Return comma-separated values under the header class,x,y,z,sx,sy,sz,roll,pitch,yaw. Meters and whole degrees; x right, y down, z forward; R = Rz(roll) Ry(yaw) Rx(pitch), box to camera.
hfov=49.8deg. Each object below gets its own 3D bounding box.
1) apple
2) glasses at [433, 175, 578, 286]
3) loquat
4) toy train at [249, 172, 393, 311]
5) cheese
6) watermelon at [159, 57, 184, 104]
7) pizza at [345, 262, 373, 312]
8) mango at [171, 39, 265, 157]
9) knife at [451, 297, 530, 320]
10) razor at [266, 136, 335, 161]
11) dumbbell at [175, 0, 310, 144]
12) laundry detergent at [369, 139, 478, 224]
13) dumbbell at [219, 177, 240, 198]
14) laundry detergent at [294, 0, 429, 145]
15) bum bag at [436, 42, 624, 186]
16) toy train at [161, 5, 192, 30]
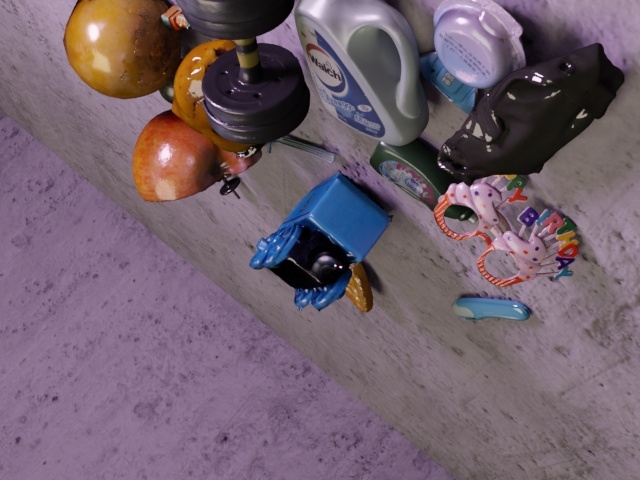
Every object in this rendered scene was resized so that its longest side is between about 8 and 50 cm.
class,x,y,z,sx,sy,sz,roll,pitch,yaw
apple,-0.296,-0.219,1.558,0.251,0.293,0.163,14,131,49
glasses,0.301,-0.032,1.097,0.255,0.095,0.162,44,131,-9
loquat,-0.395,-0.400,1.392,0.235,0.235,0.235,36,161,15
toy train,0.000,0.000,1.448,0.188,0.265,0.300,40,166,-10
cheese,0.189,-0.236,0.880,0.135,0.052,0.245,44,169,1
watermelon,-0.300,-0.342,1.522,0.133,0.105,0.105,43,164,27
pizza,0.071,0.089,1.836,0.199,0.062,0.188,34,148,40
mango,-0.194,-0.278,1.357,0.287,0.201,0.152,108,155,-69
knife,0.352,0.144,1.441,0.064,0.031,0.222,51,156,-16
razor,-0.037,-0.196,1.446,0.191,0.037,0.068,22,112,36
dumbbell,-0.116,-0.309,1.072,0.185,0.185,0.388,33,153,24
laundry detergent,0.184,-0.099,1.188,0.211,0.063,0.137,39,162,3
dumbbell,-0.267,-0.169,1.904,0.069,0.069,0.147,14,147,54
laundry detergent,0.057,-0.278,0.968,0.215,0.105,0.280,38,161,32
bum bag,0.260,-0.151,0.865,0.142,0.080,0.326,7,163,-11
toy train,-0.249,-0.424,1.308,0.103,0.064,0.044,27,155,38
